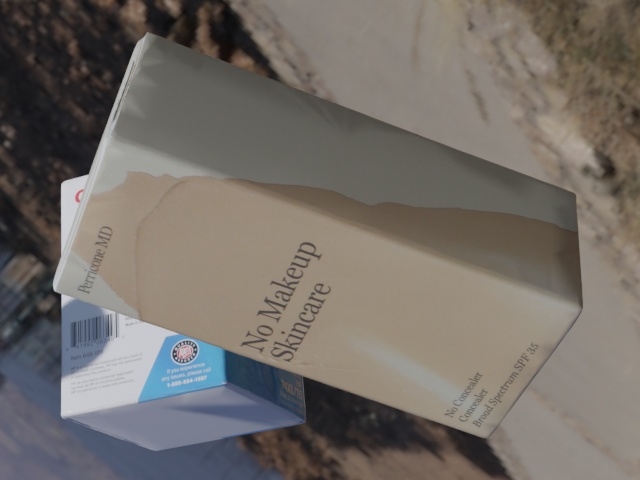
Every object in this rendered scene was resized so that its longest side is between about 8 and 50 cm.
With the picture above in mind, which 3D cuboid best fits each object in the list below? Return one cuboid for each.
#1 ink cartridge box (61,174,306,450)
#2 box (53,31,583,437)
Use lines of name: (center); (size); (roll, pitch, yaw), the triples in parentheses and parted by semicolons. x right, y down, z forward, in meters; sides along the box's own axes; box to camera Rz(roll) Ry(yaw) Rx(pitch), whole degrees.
ink cartridge box: (-0.150, 0.066, 1.483); (0.198, 0.270, 0.197); (-13, 156, 20)
box: (0.000, 0.000, 0.891); (0.311, 0.121, 0.148); (19, 131, -9)
